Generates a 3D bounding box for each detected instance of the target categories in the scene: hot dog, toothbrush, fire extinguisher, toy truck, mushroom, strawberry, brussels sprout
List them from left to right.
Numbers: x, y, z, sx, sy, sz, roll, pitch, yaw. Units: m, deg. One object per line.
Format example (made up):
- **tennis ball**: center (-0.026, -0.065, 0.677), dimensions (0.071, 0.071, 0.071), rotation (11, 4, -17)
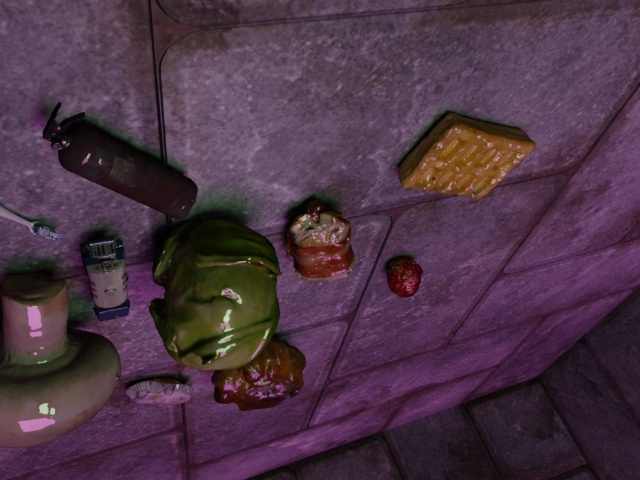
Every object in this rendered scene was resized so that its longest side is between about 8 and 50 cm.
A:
- **toothbrush**: center (-0.491, -0.061, 0.829), dimensions (0.030, 0.030, 0.304), rotation (-32, 147, 12)
- **mushroom**: center (-0.510, 0.196, 1.049), dimensions (0.292, 0.292, 0.290), rotation (-6, 109, -29)
- **toy truck**: center (-0.374, 0.067, 1.047), dimensions (0.074, 0.088, 0.202), rotation (-12, 148, -22)
- **fire extinguisher**: center (-0.283, -0.110, 0.848), dimensions (0.089, 0.072, 0.267), rotation (-29, 150, 21)
- **hot dog**: center (-0.424, 0.399, 1.568), dimensions (0.192, 0.053, 0.099), rotation (17, 130, -45)
- **brussels sprout**: center (-0.189, 0.101, 1.068), dimensions (0.227, 0.260, 0.294), rotation (5, 164, -29)
- **hot dog**: center (0.000, 0.000, 1.204), dimensions (0.146, 0.103, 0.213), rotation (0, 138, 0)
- **strawberry**: center (0.208, 0.092, 1.499), dimensions (0.106, 0.106, 0.106), rotation (-18, 149, -11)

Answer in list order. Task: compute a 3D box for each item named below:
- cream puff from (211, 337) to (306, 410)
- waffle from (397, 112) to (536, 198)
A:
- **cream puff**: center (-0.155, 0.362, 1.598), dimensions (0.268, 0.155, 0.241), rotation (14, 132, -44)
- **waffle**: center (0.292, -0.165, 1.185), dimensions (0.274, 0.057, 0.168), rotation (3, 140, -38)
